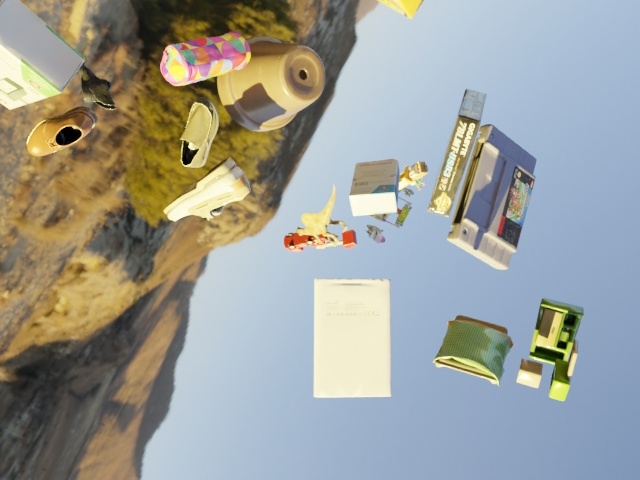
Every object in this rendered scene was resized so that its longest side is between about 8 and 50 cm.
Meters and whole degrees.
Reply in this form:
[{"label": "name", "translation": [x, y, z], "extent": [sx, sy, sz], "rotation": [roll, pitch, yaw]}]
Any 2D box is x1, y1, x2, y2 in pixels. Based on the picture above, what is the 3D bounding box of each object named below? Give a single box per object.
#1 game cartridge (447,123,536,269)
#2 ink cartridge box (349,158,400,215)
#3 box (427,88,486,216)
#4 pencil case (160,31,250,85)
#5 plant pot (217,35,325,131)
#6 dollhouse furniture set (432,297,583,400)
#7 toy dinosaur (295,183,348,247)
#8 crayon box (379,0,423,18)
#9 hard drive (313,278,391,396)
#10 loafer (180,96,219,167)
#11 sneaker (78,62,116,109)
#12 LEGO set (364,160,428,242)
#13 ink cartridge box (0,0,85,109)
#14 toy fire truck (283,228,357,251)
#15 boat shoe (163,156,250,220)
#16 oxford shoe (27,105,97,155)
[{"label": "game cartridge", "translation": [0.494, -0.119, 1.801], "extent": [0.068, 0.230, 0.354], "rotation": [-5, -117, 59]}, {"label": "ink cartridge box", "translation": [0.110, -0.107, 1.272], "extent": [0.122, 0.089, 0.052], "rotation": [-77, 158, -49]}, {"label": "box", "translation": [0.394, -0.258, 1.845], "extent": [0.295, 0.074, 0.293], "rotation": [-59, 164, -59]}, {"label": "pencil case", "translation": [-0.279, -0.447, 1.562], "extent": [0.236, 0.104, 0.104], "rotation": [-34, 169, -47]}, {"label": "plant pot", "translation": [-0.109, -0.433, 1.731], "extent": [0.229, 0.263, 0.263], "rotation": [6, -116, 51]}, {"label": "dollhouse furniture set", "translation": [0.439, 0.224, 1.498], "extent": [0.197, 0.302, 0.151], "rotation": [-45, 144, -59]}, {"label": "toy dinosaur", "translation": [0.006, -0.034, 1.335], "extent": [0.183, 0.093, 0.053], "rotation": [-44, -166, 49]}, {"label": "crayon box", "translation": [0.119, -0.610, 1.415], "extent": [0.083, 0.203, 0.323], "rotation": [-56, 158, 10]}, {"label": "hard drive", "translation": [0.087, 0.264, 1.752], "extent": [0.040, 0.210, 0.318], "rotation": [142, -51, -83]}, {"label": "loafer", "translation": [-0.400, -0.342, 2.086], "extent": [0.087, 0.094, 0.251], "rotation": [-45, 155, -56]}, {"label": "sneaker", "translation": [-0.671, -0.467, 1.915], "extent": [0.051, 0.089, 0.170], "rotation": [120, -44, -64]}, {"label": "LEGO set", "translation": [0.244, -0.118, 1.867], "extent": [0.287, 0.107, 0.132], "rotation": [-55, -162, 28]}, {"label": "ink cartridge box", "translation": [-0.739, -0.437, 1.523], "extent": [0.289, 0.211, 0.121], "rotation": [-1, -122, 43]}, {"label": "toy fire truck", "translation": [0.000, 0.000, 1.954], "extent": [0.192, 0.135, 0.047], "rotation": [-15, -113, 26]}, {"label": "boat shoe", "translation": [-0.300, -0.105, 1.664], "extent": [0.302, 0.103, 0.113], "rotation": [-25, -158, 44]}, {"label": "oxford shoe", "translation": [-0.609, -0.238, 1.467], "extent": [0.212, 0.076, 0.076], "rotation": [-20, -141, 29]}]
